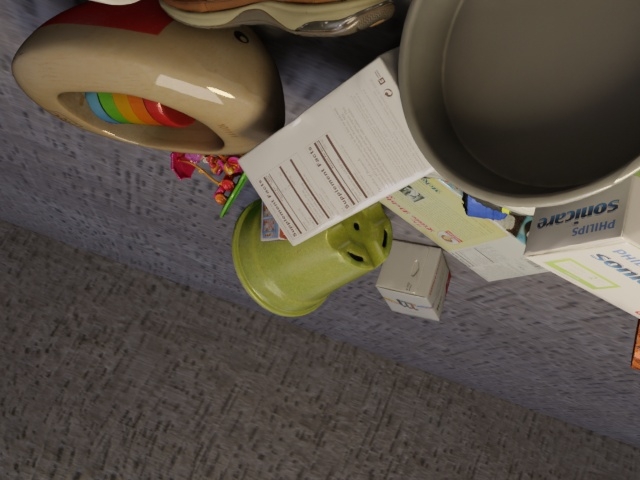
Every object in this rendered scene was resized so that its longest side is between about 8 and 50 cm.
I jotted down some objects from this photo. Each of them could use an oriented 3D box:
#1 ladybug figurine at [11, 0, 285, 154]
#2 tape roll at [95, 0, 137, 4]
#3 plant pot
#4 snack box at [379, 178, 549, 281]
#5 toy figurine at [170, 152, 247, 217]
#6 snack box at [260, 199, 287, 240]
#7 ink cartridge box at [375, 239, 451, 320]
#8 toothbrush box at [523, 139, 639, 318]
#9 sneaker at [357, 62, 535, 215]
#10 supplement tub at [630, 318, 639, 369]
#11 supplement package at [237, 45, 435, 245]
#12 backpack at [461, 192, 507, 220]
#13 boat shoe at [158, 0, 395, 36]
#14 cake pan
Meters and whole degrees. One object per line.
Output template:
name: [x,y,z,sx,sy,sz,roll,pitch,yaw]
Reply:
ladybug figurine: [-0.247,-0.241,0.904,0.450,0.161,0.305,10,169,25]
tape roll: [-0.235,-0.337,0.518,0.169,0.246,0.246,15,161,12]
plant pot: [0.000,0.000,1.284,0.276,0.275,0.254,30,147,-29]
snack box: [0.244,-0.045,1.084,0.322,0.060,0.187,35,159,-14]
toy figurine: [-0.232,-0.154,1.285,0.159,0.130,0.173,31,138,-7]
snack box: [-0.088,-0.088,1.197,0.022,0.178,0.064,5,174,-39]
ink cartridge box: [0.225,0.095,1.478,0.128,0.128,0.176,11,159,24]
toothbrush box: [0.347,-0.077,0.616,0.206,0.283,0.122,25,161,-19]
sneaker: [0.209,-0.136,0.812,0.385,0.145,0.147,12,160,17]
supplement tub: [0.754,0.198,1.140,0.316,0.193,0.193,10,160,25]
supplement package: [0.044,-0.115,0.757,0.244,0.139,0.133,-27,98,41]
backpack: [0.261,-0.091,0.918,0.101,0.120,0.098,12,159,23]
boat shoe: [-0.060,-0.302,0.680,0.324,0.123,0.119,17,131,34]
cake pan: [0.199,-0.173,0.540,0.293,0.292,0.054,1,179,44]
